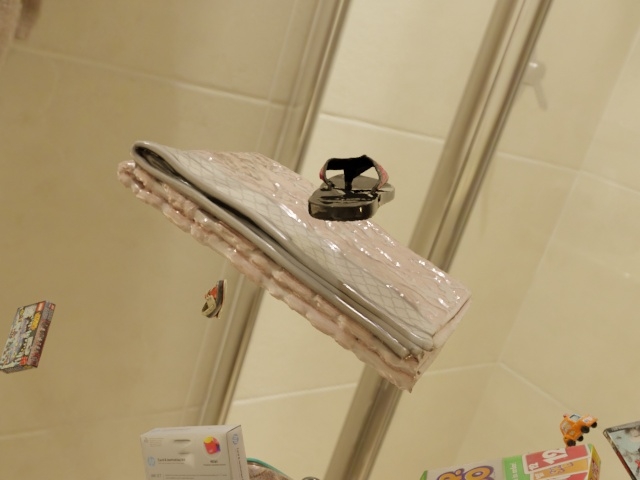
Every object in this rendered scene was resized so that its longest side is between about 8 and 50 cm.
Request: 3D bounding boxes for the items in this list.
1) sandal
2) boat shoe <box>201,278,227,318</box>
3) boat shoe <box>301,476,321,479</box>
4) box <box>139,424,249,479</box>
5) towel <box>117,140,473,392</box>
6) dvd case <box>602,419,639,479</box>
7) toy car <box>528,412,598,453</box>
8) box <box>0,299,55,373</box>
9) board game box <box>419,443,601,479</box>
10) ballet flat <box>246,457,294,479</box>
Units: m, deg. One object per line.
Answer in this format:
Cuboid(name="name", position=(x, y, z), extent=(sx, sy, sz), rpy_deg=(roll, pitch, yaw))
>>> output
Cuboid(name="sandal", position=(0.027, -0.049, 0.527), extent=(0.067, 0.040, 0.179), rpy_deg=(0, 11, 7))
Cuboid(name="boat shoe", position=(-0.218, 0.121, 1.322), extent=(0.043, 0.137, 0.049), rpy_deg=(12, 55, -9))
Cuboid(name="boat shoe", position=(0.029, 0.416, 0.936), extent=(0.078, 0.219, 0.070), rpy_deg=(-25, 37, 2))
Cuboid(name="box", position=(-0.158, 0.340, 0.843), extent=(0.145, 0.186, 0.038), rpy_deg=(-11, -1, 26))
Cuboid(name="towel", position=(0.000, 0.000, 0.673), extent=(0.332, 0.053, 0.317), rpy_deg=(35, 14, 12))
Cuboid(name="dvd case", position=(0.414, 0.273, 0.779), extent=(0.087, 0.013, 0.119), rpy_deg=(-9, 42, -8))
Cuboid(name="toy car", position=(0.336, 0.278, 0.903), extent=(0.122, 0.060, 0.040), rpy_deg=(-20, 53, -33))
Cuboid(name="box", position=(-0.587, 0.193, 1.284), extent=(0.094, 0.137, 0.027), rpy_deg=(-15, -36, 27))
Cuboid(name="board game box", position=(0.208, 0.318, 0.797), extent=(0.039, 0.259, 0.124), rpy_deg=(63, 31, -3))
Cuboid(name="ballet flat", position=(-0.034, 0.433, 0.995), extent=(0.316, 0.107, 0.106), rpy_deg=(33, 37, -34))
